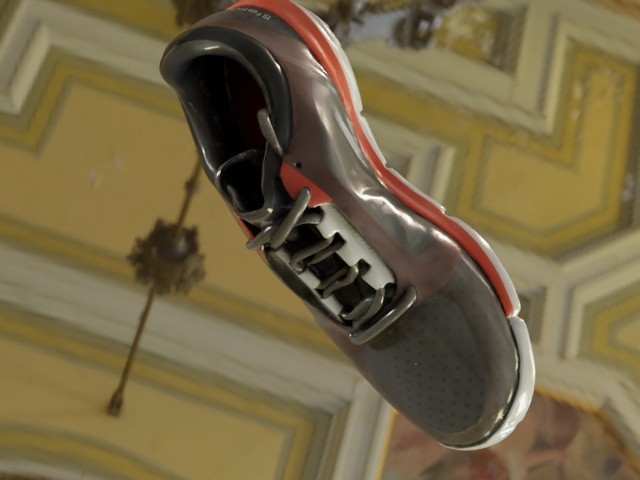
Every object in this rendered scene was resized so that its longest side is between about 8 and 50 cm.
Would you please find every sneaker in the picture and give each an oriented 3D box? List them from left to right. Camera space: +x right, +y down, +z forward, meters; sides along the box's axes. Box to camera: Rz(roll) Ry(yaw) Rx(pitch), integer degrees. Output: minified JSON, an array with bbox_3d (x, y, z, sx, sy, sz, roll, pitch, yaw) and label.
[{"bbox_3d":[0.000,0.000,0.475,0.158,0.061,0.065,55,-149,8],"label":"sneaker"}]
